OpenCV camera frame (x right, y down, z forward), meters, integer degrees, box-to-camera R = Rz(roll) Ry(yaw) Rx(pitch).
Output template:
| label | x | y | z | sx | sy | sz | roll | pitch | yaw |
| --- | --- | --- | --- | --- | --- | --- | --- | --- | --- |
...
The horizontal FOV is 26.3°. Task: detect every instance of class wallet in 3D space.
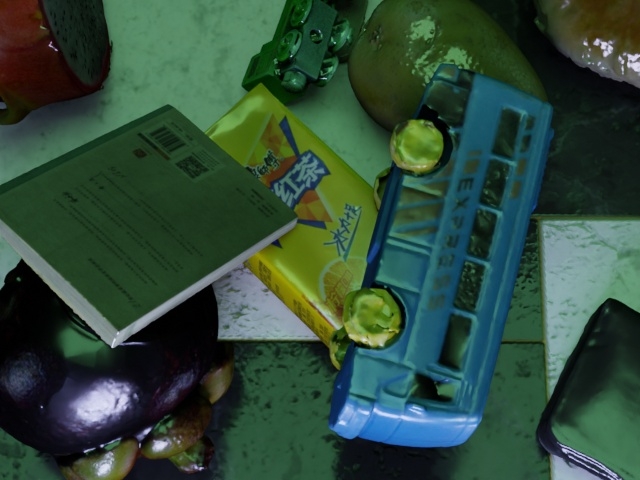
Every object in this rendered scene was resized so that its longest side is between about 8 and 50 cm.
| label | x | y | z | sx | sy | sz | roll | pitch | yaw |
| --- | --- | --- | --- | --- | --- | --- | --- | --- | --- |
| wallet | 0.432 | 0.224 | 1.471 | 0.377 | 0.051 | 0.197 | 27 | 70 | 10 |

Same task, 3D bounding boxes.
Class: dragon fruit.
| label | x | y | z | sx | sy | sz | roll | pitch | yaw |
| --- | --- | --- | --- | --- | --- | --- | --- | --- | --- |
| dragon fruit | -0.387 | -0.283 | 1.561 | 0.225 | 0.305 | 0.305 | -11 | 70 | 5 |

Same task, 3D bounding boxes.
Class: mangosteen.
| label | x | y | z | sx | sy | sz | roll | pitch | yaw |
| --- | --- | --- | --- | --- | --- | --- | --- | --- | --- |
| mangosteen | -0.211 | 0.119 | 1.430 | 0.287 | 0.233 | 0.287 | 19 | 37 | -15 |

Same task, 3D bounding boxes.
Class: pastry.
| label | x | y | z | sx | sy | sz | roll | pitch | yaw |
| --- | --- | --- | --- | --- | --- | --- | --- | --- | --- |
| pastry | 0.386 | -0.327 | 1.576 | 0.329 | 0.136 | 0.330 | 6 | 109 | 18 |

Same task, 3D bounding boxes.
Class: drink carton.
| label | x | y | z | sx | sy | sz | roll | pitch | yaw |
| --- | --- | --- | --- | --- | --- | --- | --- | --- | --- |
| drink carton | 0.000 | 0.000 | 1.530 | 0.154 | 0.111 | 0.351 | -42 | 75 | -13 |

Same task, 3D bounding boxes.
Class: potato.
| label | x | y | z | sx | sy | sz | roll | pitch | yaw |
| --- | --- | --- | --- | --- | --- | --- | --- | --- | --- |
| potato | 0.154 | -0.179 | 1.571 | 0.251 | 0.159 | 0.174 | 35 | 108 | 0 |

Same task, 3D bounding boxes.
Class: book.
| label | x | y | z | sx | sy | sz | roll | pitch | yaw |
| --- | --- | --- | --- | --- | --- | --- | --- | --- | --- |
| book | -0.181 | -0.029 | 1.407 | 0.215 | 0.025 | 0.282 | 42 | 46 | 17 |

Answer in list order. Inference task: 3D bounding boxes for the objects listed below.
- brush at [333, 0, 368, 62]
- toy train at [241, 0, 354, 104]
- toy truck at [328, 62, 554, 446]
| label | x | y | z | sx | sy | sz | roll | pitch | yaw |
| --- | --- | --- | --- | --- | --- | --- | --- | --- | --- |
| brush | 0.058 | -0.368 | 1.711 | 0.085 | 0.020 | 0.336 | 13 | 71 | 6 |
| toy train | -0.011 | -0.279 | 1.633 | 0.085 | 0.119 | 0.251 | 29 | 65 | -27 |
| toy truck | 0.115 | 0.021 | 1.379 | 0.162 | 0.161 | 0.385 | 17 | 69 | -1 |
